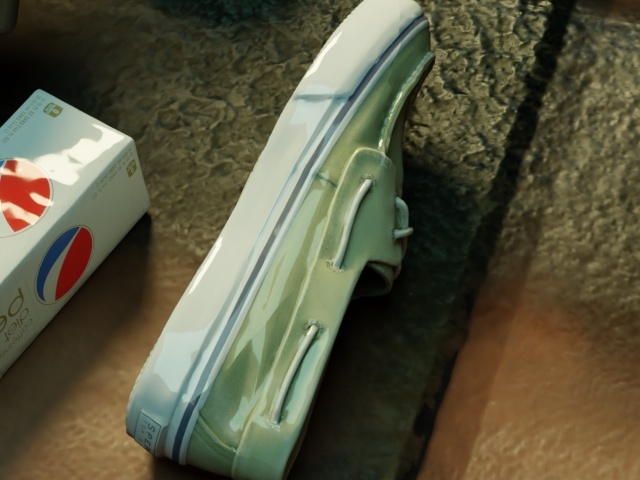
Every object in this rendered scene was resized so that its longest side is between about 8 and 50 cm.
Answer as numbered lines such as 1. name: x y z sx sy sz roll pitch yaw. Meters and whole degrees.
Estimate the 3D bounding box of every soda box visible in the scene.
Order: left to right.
1. soda box: -0.190 0.021 1.089 0.074 0.069 0.216 28 63 23

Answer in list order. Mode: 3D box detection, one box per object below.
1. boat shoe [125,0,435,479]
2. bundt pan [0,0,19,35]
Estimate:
1. boat shoe: 0.000 0.000 1.076 0.094 0.109 0.302 26 69 5
2. bundt pan: -0.279 -0.230 1.186 0.331 0.124 0.331 -4 81 26
